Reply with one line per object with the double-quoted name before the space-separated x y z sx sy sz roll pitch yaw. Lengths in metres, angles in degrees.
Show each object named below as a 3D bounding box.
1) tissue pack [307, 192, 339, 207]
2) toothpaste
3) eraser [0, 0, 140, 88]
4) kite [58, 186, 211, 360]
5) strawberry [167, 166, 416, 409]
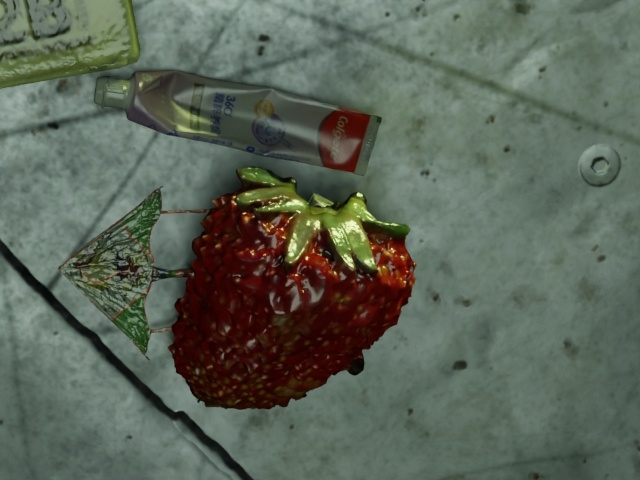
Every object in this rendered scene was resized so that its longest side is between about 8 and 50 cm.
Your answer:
"tissue pack" 0.000 0.000 1.590 0.062 0.042 0.083 27 102 -10
"toothpaste" -0.086 -0.128 1.544 0.301 0.048 0.075 10 100 -12
"eraser" -0.275 -0.222 1.486 0.172 0.058 0.117 -10 107 -4
"kite" -0.161 0.038 1.601 0.244 0.006 0.198 1 105 -7
"strawberry" -0.037 0.092 1.536 0.233 0.138 0.306 15 117 -9
